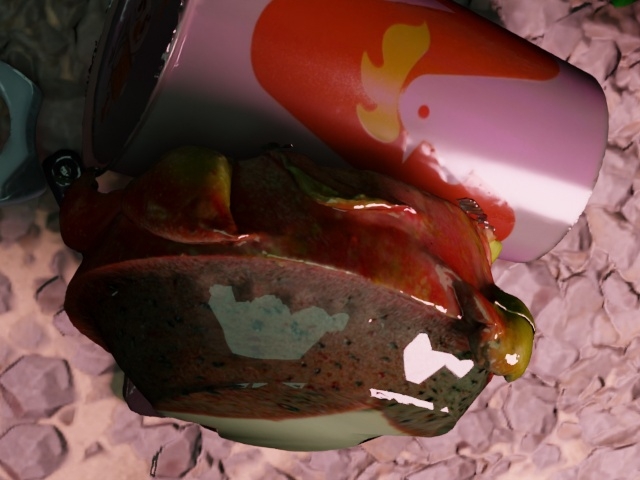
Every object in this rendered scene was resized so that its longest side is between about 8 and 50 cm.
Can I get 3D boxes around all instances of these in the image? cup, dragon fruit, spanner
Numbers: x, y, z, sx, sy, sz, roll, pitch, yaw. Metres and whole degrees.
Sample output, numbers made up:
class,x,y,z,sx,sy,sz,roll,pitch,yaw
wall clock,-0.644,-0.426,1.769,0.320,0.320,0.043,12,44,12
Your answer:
class,x,y,z,sx,sy,sz,roll,pitch,yaw
cup,0.020,-0.090,0.883,0.288,0.203,0.203,18,106,-22
dragon fruit,-0.014,0.039,0.829,0.268,0.130,0.295,-17,153,35
spanner,-0.142,0.034,0.985,0.046,0.012,0.208,-20,111,0

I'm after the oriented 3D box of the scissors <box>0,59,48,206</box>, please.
class,x,y,z,sx,sy,sz,roll,pitch,yaw
scissors,-0.331,-0.117,0.872,0.360,0.029,0.191,45,74,-13

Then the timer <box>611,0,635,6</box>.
class,x,y,z,sx,sy,sz,roll,pitch,yaw
timer,0.290,-0.156,0.886,0.285,0.285,0.285,-3,110,-8
